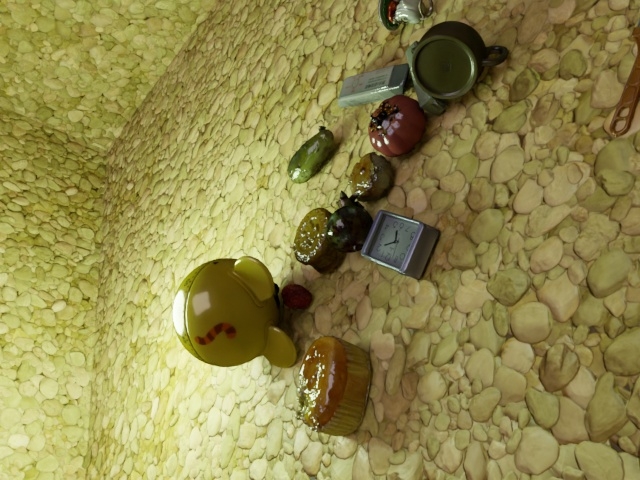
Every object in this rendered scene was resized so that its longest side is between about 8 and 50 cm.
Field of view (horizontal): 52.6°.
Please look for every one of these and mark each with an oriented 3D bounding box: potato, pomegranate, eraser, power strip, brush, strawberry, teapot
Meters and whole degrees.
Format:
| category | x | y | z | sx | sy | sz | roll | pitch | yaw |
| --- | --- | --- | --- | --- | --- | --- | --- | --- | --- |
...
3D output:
| category | x | y | z | sx | sy | sz | roll | pitch | yaw |
| --- | --- | --- | --- | --- | --- | --- | --- | --- | --- |
| potato | -0.032 | -0.280 | 2.165 | 0.225 | 0.090 | 0.117 | -50 | 43 | 29 |
| pomegranate | 0.089 | -0.049 | 1.830 | 0.148 | 0.148 | 0.169 | -16 | 51 | 48 |
| eraser | 0.163 | -0.488 | 2.051 | 0.352 | 0.061 | 0.089 | 5 | 74 | 53 |
| power strip | 0.301 | -0.461 | 1.841 | 0.052 | 0.078 | 0.272 | -41 | 43 | 40 |
| brush | 0.672 | -0.365 | 1.363 | 0.090 | 0.017 | 0.315 | 17 | 86 | 54 |
| strawberry | -0.072 | 0.175 | 1.989 | 0.096 | 0.083 | 0.083 | 2 | 70 | 19 |
| teapot | 0.361 | -0.493 | 1.717 | 0.267 | 0.186 | 0.175 | 7 | 43 | 24 |

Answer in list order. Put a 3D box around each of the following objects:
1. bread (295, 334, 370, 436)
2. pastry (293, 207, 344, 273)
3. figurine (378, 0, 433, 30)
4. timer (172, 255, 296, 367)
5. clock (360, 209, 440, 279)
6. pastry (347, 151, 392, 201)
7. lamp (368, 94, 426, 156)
| category | x | y | z | sx | sy | sz | roll | pitch | yaw |
| --- | --- | --- | --- | --- | --- | --- | --- | --- | --- |
| bread | 0.027 | 0.379 | 1.700 | 0.179 | 0.133 | 0.250 | 0 | 73 | 48 |
| pastry | 0.000 | 0.000 | 1.961 | 0.188 | 0.103 | 0.189 | -29 | 50 | 42 |
| figurine | 0.272 | -0.718 | 1.999 | 0.153 | 0.132 | 0.132 | 14 | 83 | 41 |
| timer | -0.254 | 0.221 | 1.997 | 0.386 | 0.376 | 0.376 | -5 | 67 | 35 |
| clock | 0.207 | 0.010 | 1.713 | 0.193 | 0.073 | 0.145 | 22 | 89 | 54 |
| pastry | 0.144 | -0.183 | 1.894 | 0.153 | 0.081 | 0.153 | -31 | 53 | 51 |
| lamp | 0.210 | -0.328 | 1.837 | 0.182 | 0.140 | 0.182 | -24 | 55 | 39 |
